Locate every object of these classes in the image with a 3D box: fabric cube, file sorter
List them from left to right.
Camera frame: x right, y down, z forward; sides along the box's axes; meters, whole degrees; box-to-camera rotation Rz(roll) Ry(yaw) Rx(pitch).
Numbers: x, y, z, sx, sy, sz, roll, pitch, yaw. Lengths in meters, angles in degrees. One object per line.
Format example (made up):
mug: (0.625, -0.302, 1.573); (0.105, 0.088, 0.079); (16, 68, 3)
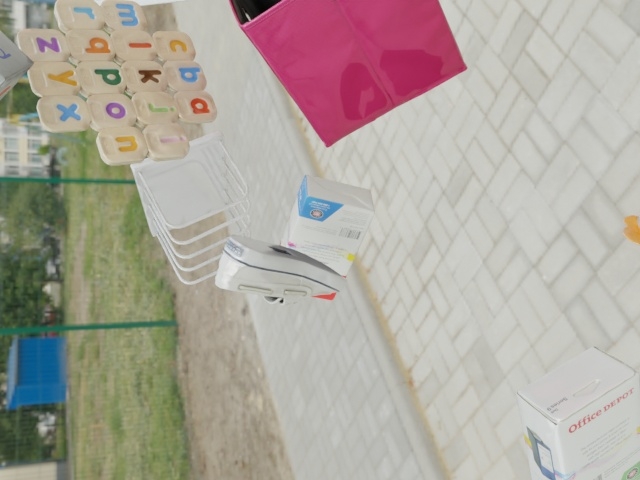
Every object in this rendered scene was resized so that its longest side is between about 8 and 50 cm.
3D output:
file sorter: (-0.255, -0.058, 1.434); (0.173, 0.193, 0.277); (57, 162, 22)
fabric cube: (0.029, -0.353, 1.030); (0.258, 0.259, 0.254); (49, -163, -46)

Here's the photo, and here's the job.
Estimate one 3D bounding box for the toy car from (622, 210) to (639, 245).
toy car: (0.590, -0.018, 1.046); (0.210, 0.238, 0.219); (-114, 9, -48)

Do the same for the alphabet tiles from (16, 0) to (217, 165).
alphabet tiles: (-0.307, -0.249, 1.052); (0.021, 0.278, 0.283); (-36, 71, 52)

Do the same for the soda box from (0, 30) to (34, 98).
soda box: (-0.499, -0.281, 0.813); (0.091, 0.286, 0.098); (-38, 20, 18)

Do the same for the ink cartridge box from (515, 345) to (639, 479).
ink cartridge box: (0.388, 0.286, 0.998); (0.093, 0.154, 0.212); (38, 150, 57)

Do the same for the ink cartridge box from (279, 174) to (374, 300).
ink cartridge box: (0.000, 0.000, 1.299); (0.078, 0.134, 0.231); (-96, 23, -52)

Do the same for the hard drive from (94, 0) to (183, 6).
hard drive: (-0.346, -0.615, 1.607); (0.353, 0.233, 0.047); (12, 133, 39)

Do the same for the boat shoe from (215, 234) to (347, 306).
boat shoe: (-0.059, 0.063, 1.091); (0.096, 0.268, 0.088); (31, 98, 35)
